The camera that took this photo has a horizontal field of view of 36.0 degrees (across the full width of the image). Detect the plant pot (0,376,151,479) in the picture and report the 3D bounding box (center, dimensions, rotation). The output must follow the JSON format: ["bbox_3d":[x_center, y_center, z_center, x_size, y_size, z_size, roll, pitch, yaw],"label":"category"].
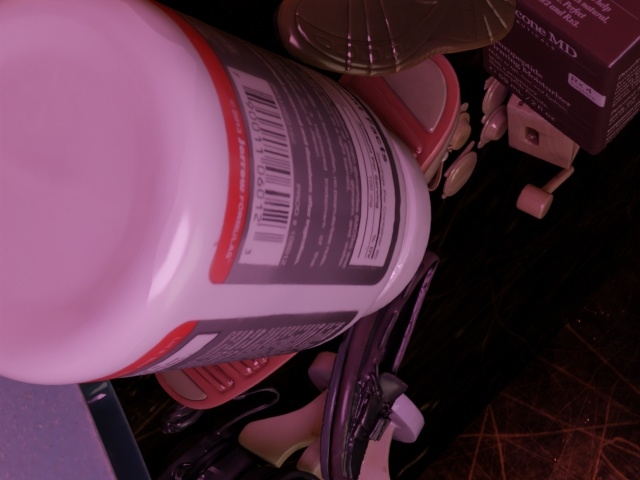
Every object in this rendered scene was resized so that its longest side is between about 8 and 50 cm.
[{"bbox_3d":[-0.251,0.214,0.703,0.252,0.247,0.247,-25,155,-11],"label":"plant pot"}]

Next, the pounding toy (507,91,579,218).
[{"bbox_3d":[0.269,-0.134,1.193,0.206,0.094,0.181,-62,163,-9],"label":"pounding toy"}]

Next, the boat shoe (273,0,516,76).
[{"bbox_3d":[0.054,-0.176,0.787,0.224,0.073,0.080,-15,106,-30],"label":"boat shoe"}]

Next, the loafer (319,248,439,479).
[{"bbox_3d":[0.070,0.142,1.170,0.109,0.095,0.302,39,61,-73],"label":"loafer"}]

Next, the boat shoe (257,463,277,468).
[{"bbox_3d":[-0.104,0.403,1.463,0.119,0.121,0.335,-49,161,-5],"label":"boat shoe"}]

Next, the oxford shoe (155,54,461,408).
[{"bbox_3d":[0.000,0.000,0.924,0.397,0.140,0.146,-48,166,9],"label":"oxford shoe"}]

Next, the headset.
[{"bbox_3d":[-0.114,0.318,1.162,0.185,0.243,0.394,-29,132,-47],"label":"headset"}]

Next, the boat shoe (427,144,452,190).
[{"bbox_3d":[0.123,-0.104,1.090,0.050,0.045,0.135,-39,158,-19],"label":"boat shoe"}]

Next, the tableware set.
[{"bbox_3d":[0.189,-0.133,1.193,0.141,0.020,0.168,-47,155,-16],"label":"tableware set"}]

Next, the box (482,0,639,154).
[{"bbox_3d":[0.273,-0.227,0.980,0.167,0.168,0.203,-44,159,-5],"label":"box"}]

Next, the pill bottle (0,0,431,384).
[{"bbox_3d":[-0.068,-0.024,0.644,0.210,0.210,0.363,-52,158,14],"label":"pill bottle"}]

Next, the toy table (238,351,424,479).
[{"bbox_3d":[0.033,0.276,1.364,0.161,0.252,0.274,-57,151,-17],"label":"toy table"}]
